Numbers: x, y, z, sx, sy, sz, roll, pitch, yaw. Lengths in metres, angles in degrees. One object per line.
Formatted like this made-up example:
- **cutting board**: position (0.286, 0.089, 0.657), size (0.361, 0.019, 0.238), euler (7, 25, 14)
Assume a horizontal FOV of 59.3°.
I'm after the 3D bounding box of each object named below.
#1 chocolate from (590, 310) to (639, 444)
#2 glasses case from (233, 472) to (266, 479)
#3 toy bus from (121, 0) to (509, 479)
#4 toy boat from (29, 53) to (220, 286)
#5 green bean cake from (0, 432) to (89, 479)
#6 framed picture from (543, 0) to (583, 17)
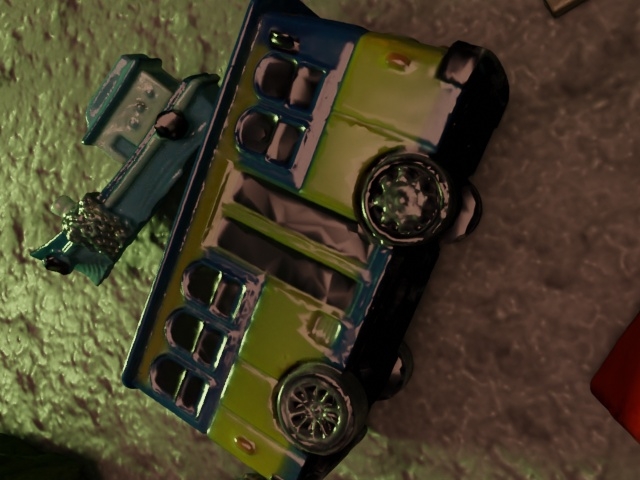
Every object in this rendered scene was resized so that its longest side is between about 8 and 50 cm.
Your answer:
- **chocolate**: position (0.360, 0.051, 0.207), size (0.360, 0.161, 0.341), euler (35, 107, 21)
- **glasses case**: position (-0.011, 0.300, 0.432), size (0.087, 0.065, 0.248), euler (-45, 71, 16)
- **toy bus**: position (0.000, 0.000, 0.389), size (0.175, 0.138, 0.287), euler (25, 101, 22)
- **toy boat**: position (-0.178, -0.057, 0.484), size (0.098, 0.109, 0.238), euler (38, 108, -10)
- **green bean cake**: position (-0.376, 0.275, 0.504), size (0.250, 0.247, 0.156), euler (7, 94, 25)
- **framed picture**: position (0.183, -0.302, 0.371), size (0.184, 0.016, 0.250), euler (-27, 78, 22)
